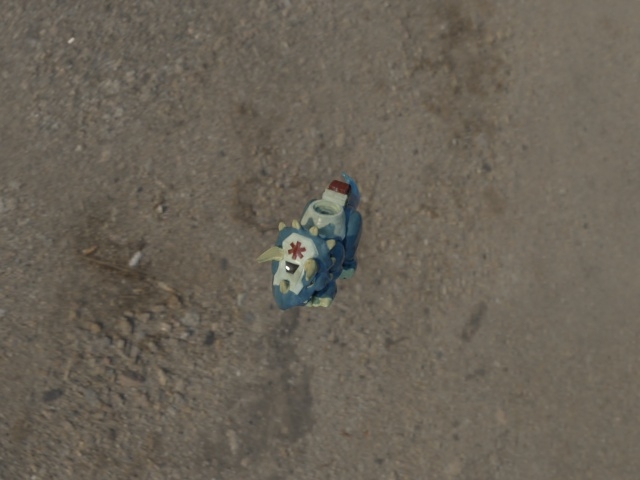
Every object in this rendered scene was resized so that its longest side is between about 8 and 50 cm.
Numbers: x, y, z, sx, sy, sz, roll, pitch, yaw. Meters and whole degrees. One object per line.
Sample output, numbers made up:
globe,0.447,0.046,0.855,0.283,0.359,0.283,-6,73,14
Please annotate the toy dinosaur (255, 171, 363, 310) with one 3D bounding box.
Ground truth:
toy dinosaur,0.000,0.000,0.414,0.083,0.030,0.047,-49,153,-49
